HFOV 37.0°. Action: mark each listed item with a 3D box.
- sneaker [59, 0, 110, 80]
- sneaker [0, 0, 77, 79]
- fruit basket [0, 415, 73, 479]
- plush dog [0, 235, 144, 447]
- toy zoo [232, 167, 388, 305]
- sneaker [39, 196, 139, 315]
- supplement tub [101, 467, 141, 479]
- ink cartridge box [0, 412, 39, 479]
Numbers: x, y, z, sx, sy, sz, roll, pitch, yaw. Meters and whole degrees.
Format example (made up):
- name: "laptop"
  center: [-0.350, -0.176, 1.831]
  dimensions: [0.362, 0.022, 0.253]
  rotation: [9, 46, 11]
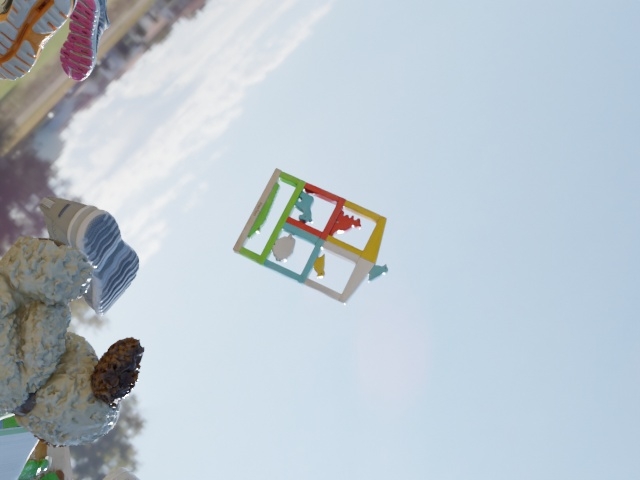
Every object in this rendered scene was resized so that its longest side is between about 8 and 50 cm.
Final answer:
- name: "sneaker"
  center: [-0.393, -0.350, 1.621]
  dimensions: [0.075, 0.063, 0.170]
  rotation: [-59, 171, -53]
- name: "sneaker"
  center: [-0.365, -0.274, 1.194]
  dimensions: [0.215, 0.084, 0.083]
  rotation: [-24, -146, 36]
- name: "fruit basket"
  center: [-0.651, 0.461, 1.876]
  dimensions: [0.327, 0.165, 0.353]
  rotation: [-14, -119, 1]
- name: "plush dog"
  center: [-0.333, 0.153, 1.123]
  dimensions: [0.262, 0.225, 0.210]
  rotation: [-36, -160, 43]
- name: "toy zoo"
  center: [0.000, 0.000, 1.880]
  dimensions: [0.030, 0.293, 0.192]
  rotation: [82, 34, -74]
- name: "sneaker"
  center: [-0.365, 0.016, 1.508]
  dimensions: [0.105, 0.115, 0.281]
  rotation: [-52, 162, -29]
- name: "supplement tub"
  center: [-0.256, 0.373, 1.324]
  dimensions: [0.071, 0.107, 0.071]
  rotation: [-40, 149, -31]
- name: "ink cartridge box"
  center: [-0.536, 0.342, 1.515]
  dimensions: [0.171, 0.056, 0.235]
  rotation: [8, 113, -60]
